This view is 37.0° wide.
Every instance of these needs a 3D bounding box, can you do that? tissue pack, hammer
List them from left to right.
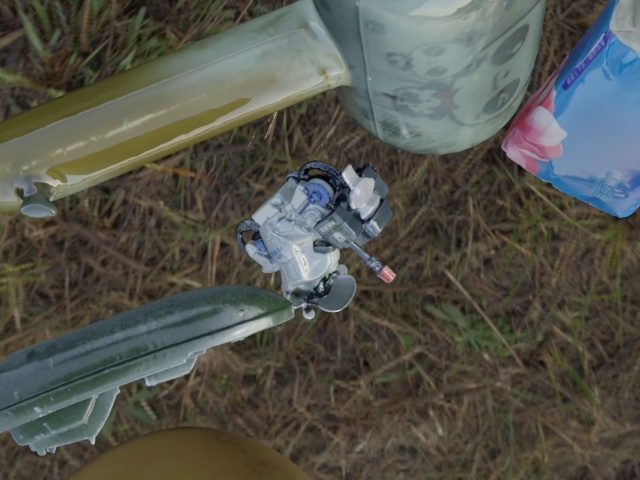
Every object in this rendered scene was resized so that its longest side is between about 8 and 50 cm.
[{"bbox_3d":[-0.039,-0.080,0.457,0.306,0.202,0.113,-22,68,0],"label":"hammer"},{"bbox_3d":[0.380,-0.158,1.179,0.209,0.137,0.269,27,147,-4],"label":"tissue pack"}]

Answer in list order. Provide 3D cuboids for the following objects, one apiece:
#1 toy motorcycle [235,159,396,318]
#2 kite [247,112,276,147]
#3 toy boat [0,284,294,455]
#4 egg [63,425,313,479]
[{"bbox_3d":[0.000,0.000,1.027,0.150,0.102,0.221,45,142,-6],"label":"toy motorcycle"},{"bbox_3d":[-0.054,-0.195,1.191,0.006,0.198,0.244,21,153,-16],"label":"kite"},{"bbox_3d":[-0.138,0.095,0.735,0.261,0.078,0.085,-20,91,-19],"label":"toy boat"},{"bbox_3d":[-0.060,0.190,0.392,0.201,0.244,0.201,1,137,1],"label":"egg"}]
